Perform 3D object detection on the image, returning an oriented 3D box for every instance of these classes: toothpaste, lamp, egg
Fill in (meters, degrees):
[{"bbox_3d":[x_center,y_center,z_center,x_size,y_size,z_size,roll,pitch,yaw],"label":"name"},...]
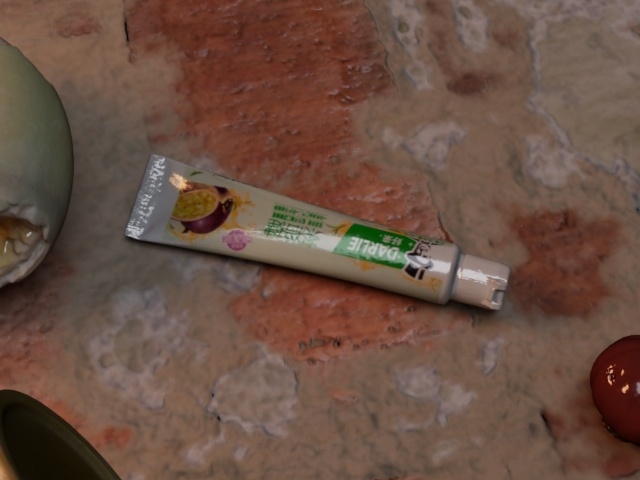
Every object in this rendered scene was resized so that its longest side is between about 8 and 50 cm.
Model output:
[{"bbox_3d":[0.000,0.000,1.422,0.314,0.056,0.058,14,23,4],"label":"toothpaste"},{"bbox_3d":[0.261,0.121,1.368,0.101,0.090,0.101,26,32,-18],"label":"lamp"},{"bbox_3d":[-0.287,-0.074,1.349,0.183,0.183,0.217,-11,55,-12],"label":"egg"}]

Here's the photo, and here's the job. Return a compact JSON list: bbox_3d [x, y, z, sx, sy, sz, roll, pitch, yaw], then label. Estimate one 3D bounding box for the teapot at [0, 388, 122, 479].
[{"bbox_3d":[-0.211,0.205,1.074,0.175,0.185,0.267,-37,35,5],"label":"teapot"}]
